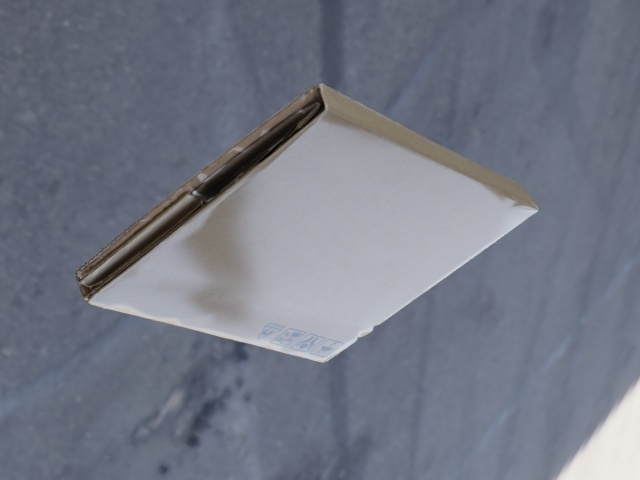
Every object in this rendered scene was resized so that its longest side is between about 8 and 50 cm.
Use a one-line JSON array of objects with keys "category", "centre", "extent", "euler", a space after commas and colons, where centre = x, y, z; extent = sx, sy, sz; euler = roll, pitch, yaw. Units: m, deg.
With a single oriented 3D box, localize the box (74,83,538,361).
[{"category": "box", "centre": [0.000, 0.000, 0.767], "extent": [0.164, 0.021, 0.201], "euler": [-37, 148, 24]}]
